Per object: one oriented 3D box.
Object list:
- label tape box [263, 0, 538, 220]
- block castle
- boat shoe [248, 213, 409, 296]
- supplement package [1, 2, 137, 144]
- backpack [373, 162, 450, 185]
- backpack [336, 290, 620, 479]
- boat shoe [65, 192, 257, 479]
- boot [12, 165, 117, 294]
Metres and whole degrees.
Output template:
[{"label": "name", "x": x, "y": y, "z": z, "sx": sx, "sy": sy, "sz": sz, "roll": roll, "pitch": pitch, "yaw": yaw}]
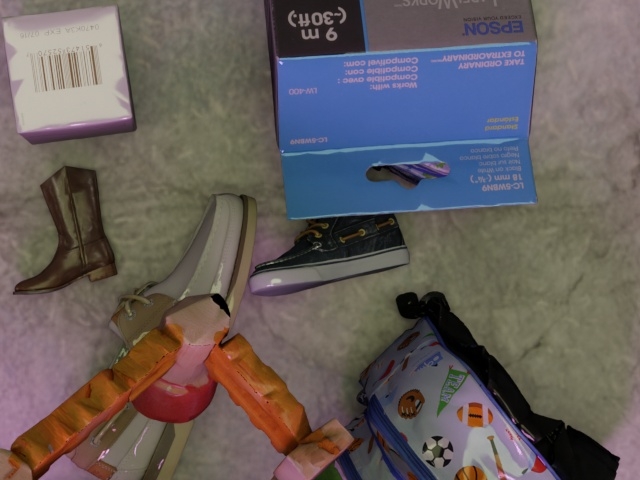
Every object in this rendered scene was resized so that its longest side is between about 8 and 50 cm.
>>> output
[{"label": "label tape box", "x": 0.072, "y": -0.197, "z": 1.513, "sx": 0.240, "sy": 0.106, "sz": 0.334, "roll": -4, "pitch": 66, "yaw": -5}, {"label": "block castle", "x": -0.072, "y": 0.299, "z": 1.340, "sx": 0.303, "sy": 0.213, "sz": 0.453, "roll": -40, "pitch": 81, "yaw": -27}, {"label": "boat shoe", "x": 0.000, "y": 0.000, "z": 1.562, "sx": 0.183, "sy": 0.065, "sz": 0.083, "roll": -11, "pitch": 83, "yaw": -38}, {"label": "supplement package", "x": -0.228, "y": -0.149, "z": 1.502, "sx": 0.105, "sy": 0.179, "sz": 0.105, "roll": -9, "pitch": 91, "yaw": -6}, {"label": "backpack", "x": 0.124, "y": -0.096, "z": 1.587, "sx": 0.114, "sy": 0.084, "sz": 0.105, "roll": 24, "pitch": 87, "yaw": -5}, {"label": "backpack", "x": 0.136, "y": 0.203, "z": 1.496, "sx": 0.276, "sy": 0.263, "sz": 0.213, "roll": 44, "pitch": 86, "yaw": -5}, {"label": "boat shoe", "x": -0.148, "y": 0.089, "z": 1.542, "sx": 0.103, "sy": 0.113, "sz": 0.302, "roll": 20, "pitch": 88, "yaw": -11}, {"label": "boot", "x": -0.255, "y": -0.010, "z": 1.569, "sx": 0.106, "sy": 0.037, "sz": 0.114, "roll": -15, "pitch": 94, "yaw": -19}]
